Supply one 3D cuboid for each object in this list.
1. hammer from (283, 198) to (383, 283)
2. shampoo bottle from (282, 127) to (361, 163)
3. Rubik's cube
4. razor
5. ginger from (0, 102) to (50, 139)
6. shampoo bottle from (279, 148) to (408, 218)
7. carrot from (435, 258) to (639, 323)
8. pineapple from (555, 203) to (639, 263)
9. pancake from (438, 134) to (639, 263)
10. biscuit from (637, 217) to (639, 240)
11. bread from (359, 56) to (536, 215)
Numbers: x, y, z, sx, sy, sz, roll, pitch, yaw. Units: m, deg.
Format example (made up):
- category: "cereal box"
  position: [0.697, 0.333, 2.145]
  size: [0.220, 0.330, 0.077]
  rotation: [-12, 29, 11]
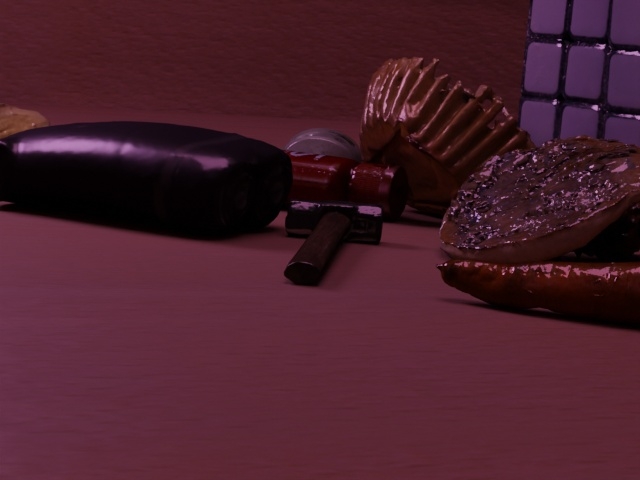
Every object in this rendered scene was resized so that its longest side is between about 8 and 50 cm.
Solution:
- category: "hammer"
  position: [0.000, 0.000, 1.666]
  size: [0.111, 0.043, 0.365]
  rotation: [6, 9, 5]
- category: "shampoo bottle"
  position: [-0.001, -0.115, 2.314]
  size: [0.118, 0.087, 0.234]
  rotation: [8, 8, 2]
- category: "Rubik's cube"
  position: [0.494, -0.176, 2.118]
  size: [0.344, 0.343, 0.337]
  rotation: [-1, 9, -36]
- category: "razor"
  position: [-0.217, -0.082, 1.859]
  size: [0.349, 0.113, 0.204]
  rotation: [8, 11, 24]
- category: "ginger"
  position: [-0.457, -0.119, 2.119]
  size: [0.123, 0.115, 0.193]
  rotation: [-16, 2, 35]
- category: "shampoo bottle"
  position: [-0.041, -0.082, 2.097]
  size: [0.314, 0.076, 0.118]
  rotation: [8, 1, 24]
- category: "carrot"
  position: [0.224, 0.043, 1.436]
  size: [0.248, 0.059, 0.059]
  rotation: [3, 7, 18]
- category: "pineapple"
  position: [0.329, -0.023, 1.825]
  size: [0.108, 0.108, 0.198]
  rotation: [10, 18, 34]
- category: "pancake"
  position: [0.253, -0.049, 1.761]
  size: [0.282, 0.049, 0.282]
  rotation: [-20, 19, 7]
- category: "biscuit"
  position: [0.518, -0.006, 1.756]
  size: [0.302, 0.049, 0.197]
  rotation: [19, 35, 21]
- category: "bread"
  position: [0.158, -0.127, 2.111]
  size: [0.149, 0.274, 0.274]
  rotation: [-44, 28, -17]
